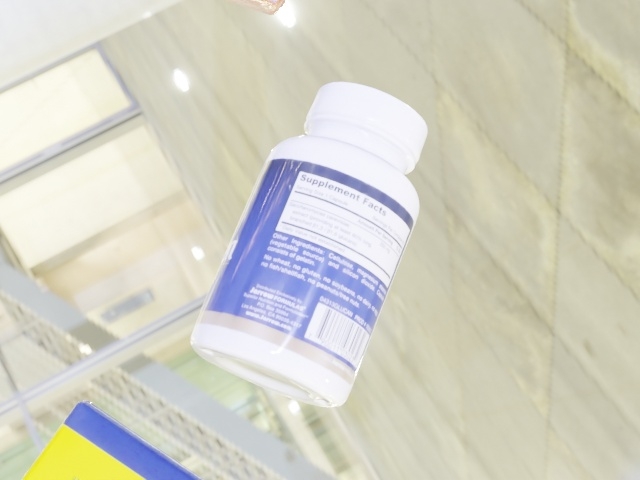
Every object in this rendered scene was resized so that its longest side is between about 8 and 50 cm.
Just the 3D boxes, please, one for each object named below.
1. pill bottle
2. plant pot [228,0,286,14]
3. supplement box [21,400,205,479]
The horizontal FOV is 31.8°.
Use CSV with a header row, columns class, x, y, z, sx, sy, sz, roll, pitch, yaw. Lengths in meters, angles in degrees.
class,x,y,z,sx,sy,sz,roll,pitch,yaw
pill bottle,0.000,0.000,0.635,0.094,0.169,0.094,21,164,6
plant pot,-0.116,-0.314,0.850,0.265,0.272,0.272,23,174,-9
supplement box,-0.211,0.343,0.918,0.195,0.356,0.194,32,162,8
